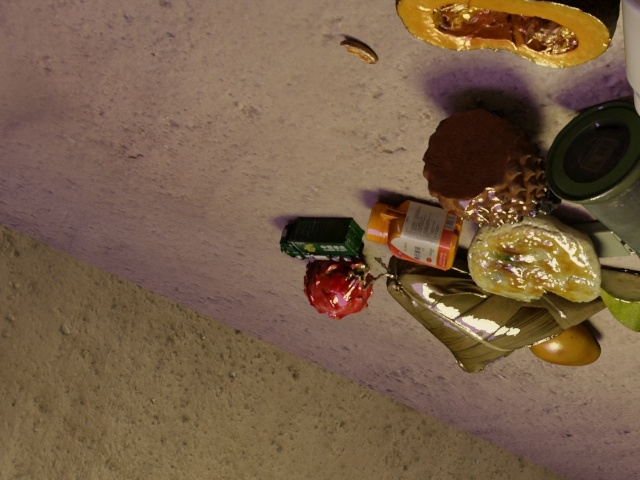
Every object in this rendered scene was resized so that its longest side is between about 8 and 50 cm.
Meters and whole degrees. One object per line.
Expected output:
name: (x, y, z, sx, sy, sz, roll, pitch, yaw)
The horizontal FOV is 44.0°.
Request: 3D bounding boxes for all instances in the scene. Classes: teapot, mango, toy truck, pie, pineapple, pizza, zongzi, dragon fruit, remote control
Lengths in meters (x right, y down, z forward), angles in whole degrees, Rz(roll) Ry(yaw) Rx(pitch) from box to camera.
teapot: (0.577, -0.091, 1.471, 0.337, 0.200, 0.270, 32, -177, -31)
mango: (0.691, 0.291, 2.273, 0.175, 0.139, 0.254, 7, 161, 43)
toy truck: (0.000, 0.000, 2.238, 0.259, 0.088, 0.121, 1, 152, 35)
pie: (0.492, 0.051, 1.852, 0.337, 0.075, 0.338, 18, 145, 13)
pineapple: (0.367, -0.117, 1.569, 0.222, 0.223, 0.357, -1, 168, 39)
pizza: (0.073, -0.353, 1.478, 0.083, 0.016, 0.037, 24, 156, -20)
zongzi: (0.425, 0.090, 2.066, 0.467, 0.218, 0.500, -33, 116, 33)
dragon fruit: (0.064, 0.130, 2.346, 0.205, 0.210, 0.268, 12, 157, -27)
remote control: (0.624, -0.002, 1.805, 0.285, 0.038, 0.123, -8, 146, 45)

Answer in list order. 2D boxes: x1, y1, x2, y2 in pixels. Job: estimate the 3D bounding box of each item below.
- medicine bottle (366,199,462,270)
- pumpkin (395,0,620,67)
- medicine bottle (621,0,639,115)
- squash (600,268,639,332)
medicine bottle: (0.233, -0.021, 1.967, 0.222, 0.112, 0.149, 14, 157, 12)
pumpkin: (0.270, -0.367, 1.130, 0.317, 0.139, 0.222, 16, 160, 11)
medicine bottle: (0.507, -0.281, 1.127, 0.143, 0.144, 0.258, 7, 153, 28)
squash: (0.767, 0.168, 1.990, 0.169, 0.093, 0.252, 9, 155, 19)
